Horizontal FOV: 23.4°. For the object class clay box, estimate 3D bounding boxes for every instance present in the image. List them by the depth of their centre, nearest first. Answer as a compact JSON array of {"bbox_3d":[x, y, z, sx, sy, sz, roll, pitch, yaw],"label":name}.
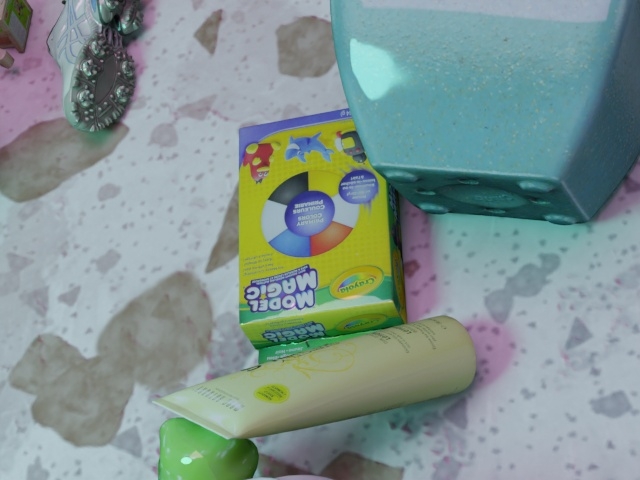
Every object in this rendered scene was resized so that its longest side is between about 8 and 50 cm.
[{"bbox_3d":[0.000,0.000,1.254,0.127,0.053,0.222,-10,57,12],"label":"clay box"}]

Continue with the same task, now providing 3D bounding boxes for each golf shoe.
[{"bbox_3d":[-0.217,-0.168,1.429,0.086,0.069,0.176,-15,51,32],"label":"golf shoe"}]

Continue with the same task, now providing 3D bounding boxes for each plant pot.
[{"bbox_3d":[0.143,-0.151,1.196,0.248,0.247,0.252,5,78,20],"label":"plant pot"}]

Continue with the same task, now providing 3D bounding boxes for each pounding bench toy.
[{"bbox_3d":[-0.320,-0.200,1.473,0.065,0.052,0.083,-4,59,15],"label":"pounding bench toy"}]

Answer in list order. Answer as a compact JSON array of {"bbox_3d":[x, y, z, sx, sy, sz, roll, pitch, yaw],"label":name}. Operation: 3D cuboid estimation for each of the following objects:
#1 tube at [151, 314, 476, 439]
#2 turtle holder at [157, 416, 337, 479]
[{"bbox_3d":[0.006,0.102,1.104,0.240,0.070,0.062,-11,66,-36],"label":"tube"},{"bbox_3d":[-0.008,0.247,0.993,0.243,0.227,0.320,-12,40,19],"label":"turtle holder"}]
